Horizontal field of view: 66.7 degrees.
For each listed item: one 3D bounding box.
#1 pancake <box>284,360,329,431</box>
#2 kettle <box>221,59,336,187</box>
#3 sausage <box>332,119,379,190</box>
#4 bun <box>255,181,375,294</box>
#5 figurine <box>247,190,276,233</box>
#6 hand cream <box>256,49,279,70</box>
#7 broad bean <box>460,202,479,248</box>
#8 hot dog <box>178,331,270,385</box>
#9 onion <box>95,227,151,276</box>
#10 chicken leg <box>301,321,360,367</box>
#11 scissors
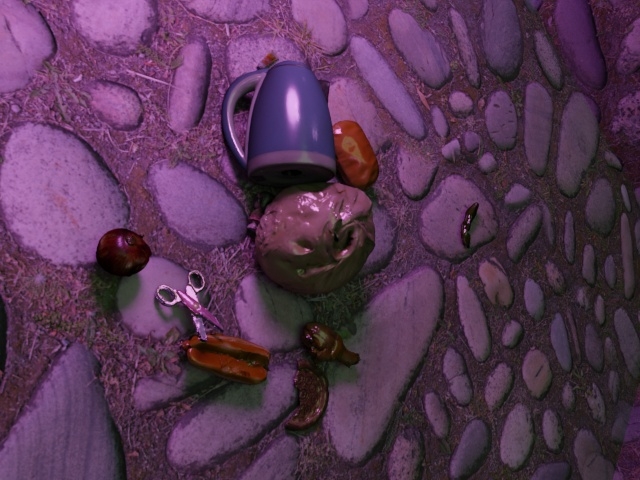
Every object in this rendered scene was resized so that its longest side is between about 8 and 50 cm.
[{"bbox_3d":[-0.046,0.444,1.402,0.184,0.020,0.190,-23,94,-35],"label":"pancake"},{"bbox_3d":[-0.123,-0.341,1.379,0.320,0.247,0.342,-3,82,-1],"label":"kettle"},{"bbox_3d":[0.106,-0.274,1.585,0.136,0.120,0.241,-36,103,-19],"label":"sausage"},{"bbox_3d":[0.000,0.000,1.374,0.362,0.234,0.326,-19,113,-26],"label":"bun"},{"bbox_3d":[-0.163,-0.081,1.400,0.072,0.054,0.129,33,65,-39],"label":"figurine"},{"bbox_3d":[-0.165,-0.559,1.511,0.035,0.022,0.102,45,55,-14],"label":"hand cream"},{"bbox_3d":[0.586,-0.069,1.928,0.061,0.046,0.195,27,71,-41],"label":"broad bean"},{"bbox_3d":[-0.239,0.304,1.263,0.270,0.072,0.109,26,65,-30],"label":"hot dog"},{"bbox_3d":[-0.463,0.030,1.132,0.117,0.118,0.118,41,58,4],"label":"onion"},{"bbox_3d":[0.030,0.326,1.446,0.228,0.088,0.103,44,49,-27],"label":"chicken leg"},{"bbox_3d":[-0.317,0.168,1.223,0.134,0.020,0.187,-29,73,-34],"label":"scissors"}]
